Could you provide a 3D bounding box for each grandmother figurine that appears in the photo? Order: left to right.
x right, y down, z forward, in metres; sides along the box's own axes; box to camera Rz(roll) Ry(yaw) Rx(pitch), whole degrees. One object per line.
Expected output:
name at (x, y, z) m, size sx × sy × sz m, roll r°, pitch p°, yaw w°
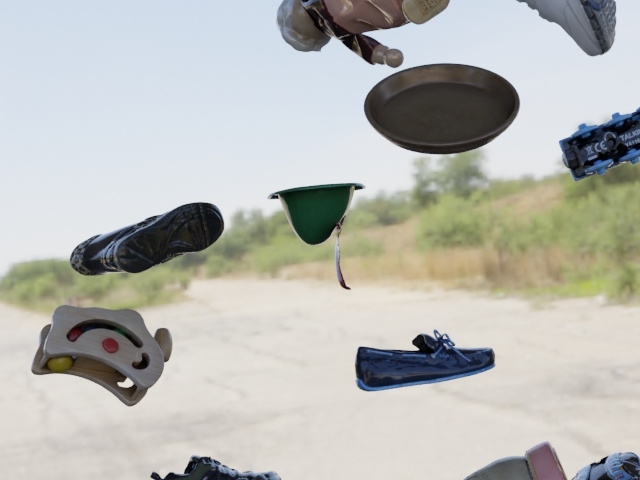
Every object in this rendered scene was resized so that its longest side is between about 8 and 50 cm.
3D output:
grandmother figurine at (0.042, -0.318, 1.674) m, size 0.104 × 0.208 × 0.342 m, roll -38°, pitch 18°, yaw -22°

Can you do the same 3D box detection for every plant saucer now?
plant saucer at (0.216, -0.233, 2.199) m, size 0.277 × 0.041 × 0.278 m, roll -3°, pitch 37°, yaw 2°

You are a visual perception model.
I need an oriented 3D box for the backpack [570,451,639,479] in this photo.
backpack at (0.503, 0.447, 2.120) m, size 0.158 × 0.117 × 0.173 m, roll -30°, pitch 11°, yaw 16°

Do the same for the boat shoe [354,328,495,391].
boat shoe at (0.183, 0.198, 2.095) m, size 0.258 × 0.089 × 0.109 m, roll -6°, pitch -4°, yaw -27°

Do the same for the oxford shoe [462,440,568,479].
oxford shoe at (0.275, 0.447, 1.498) m, size 0.146 × 0.397 × 0.140 m, roll -19°, pitch -39°, yaw 10°

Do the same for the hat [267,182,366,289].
hat at (0.000, 0.000, 2.138) m, size 0.173 × 0.184 × 0.208 m, roll -8°, pitch -3°, yaw 23°

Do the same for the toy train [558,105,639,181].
toy train at (0.428, -0.142, 1.750) m, size 0.184 × 0.080 × 0.105 m, roll -22°, pitch -6°, yaw 5°

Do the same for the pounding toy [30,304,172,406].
pounding toy at (-0.373, 0.218, 2.136) m, size 0.269 × 0.154 × 0.155 m, roll 7°, pitch -37°, yaw -33°

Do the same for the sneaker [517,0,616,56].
sneaker at (0.322, -0.389, 1.791) m, size 0.129 × 0.297 × 0.111 m, roll -30°, pitch 10°, yaw 43°

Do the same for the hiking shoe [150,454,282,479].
hiking shoe at (-0.157, 0.378, 1.947) m, size 0.227 × 0.114 × 0.086 m, roll 0°, pitch -46°, yaw -49°

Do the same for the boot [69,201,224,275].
boot at (-0.299, -0.002, 2.117) m, size 0.178 × 0.085 × 0.236 m, roll -7°, pitch 14°, yaw 46°
